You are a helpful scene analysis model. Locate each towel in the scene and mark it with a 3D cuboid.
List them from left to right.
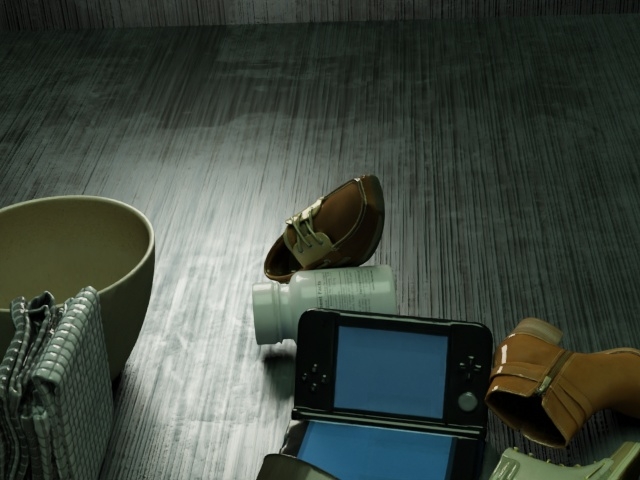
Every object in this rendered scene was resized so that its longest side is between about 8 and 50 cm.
[{"bbox_3d":[-0.374,0.234,1.636,0.121,0.284,0.235,1,32,4],"label":"towel"}]

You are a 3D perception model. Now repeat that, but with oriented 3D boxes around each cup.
[{"bbox_3d":[-0.413,0.110,1.884,0.331,0.237,0.331,-2,32,1],"label":"cup"}]

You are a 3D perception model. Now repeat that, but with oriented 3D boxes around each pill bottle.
[{"bbox_3d":[0.007,0.112,1.938,0.229,0.131,0.131,-4,32,-1],"label":"pill bottle"}]

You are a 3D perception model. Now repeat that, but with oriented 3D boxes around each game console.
[{"bbox_3d":[0.088,0.240,1.699,0.293,0.250,0.173,4,6,12],"label":"game console"}]

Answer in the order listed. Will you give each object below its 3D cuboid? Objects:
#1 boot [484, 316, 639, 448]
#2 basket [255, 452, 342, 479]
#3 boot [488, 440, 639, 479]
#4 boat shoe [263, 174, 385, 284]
[{"bbox_3d":[0.375,0.221,1.686,0.283,0.109,0.220,29,30,8],"label":"boot"},{"bbox_3d":[-0.041,0.402,1.424,0.204,0.154,0.227,32,59,8],"label":"basket"},{"bbox_3d":[0.333,0.322,1.626,0.165,0.077,0.213,18,38,35],"label":"boot"},{"bbox_3d":[0.000,0.000,1.971,0.120,0.324,0.123,-1,63,-26],"label":"boat shoe"}]
